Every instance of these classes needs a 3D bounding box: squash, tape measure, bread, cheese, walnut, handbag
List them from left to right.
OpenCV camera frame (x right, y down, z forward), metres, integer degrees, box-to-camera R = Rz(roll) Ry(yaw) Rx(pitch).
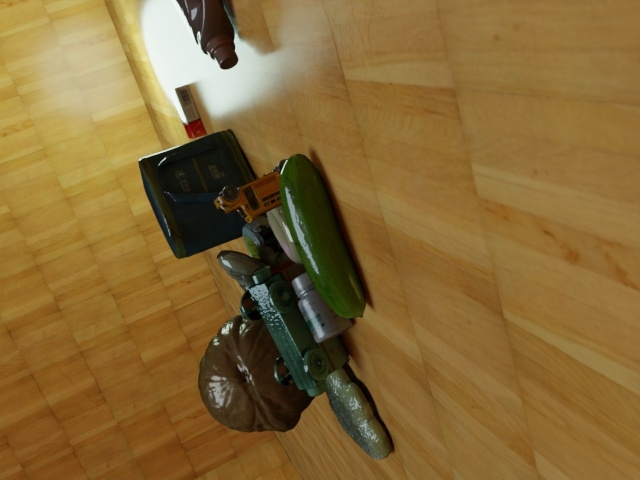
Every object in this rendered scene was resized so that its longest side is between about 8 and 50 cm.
[{"bbox_3d":[-0.285,-0.111,1.595,0.263,0.241,0.222,60,164,18],"label":"handbag"},{"bbox_3d":[-0.145,0.023,1.594,0.330,0.084,0.164,-3,108,70],"label":"tape measure"},{"bbox_3d":[-0.139,0.322,1.610,0.333,0.333,0.333,58,163,29],"label":"walnut"},{"bbox_3d":[-0.035,0.001,1.245,0.227,0.064,0.137,57,166,37],"label":"cheese"},{"bbox_3d":[-0.002,0.000,1.093,0.292,0.082,0.082,69,165,-11],"label":"squash"},{"bbox_3d":[0.064,0.365,1.478,0.207,0.056,0.286,67,164,-8],"label":"bread"}]

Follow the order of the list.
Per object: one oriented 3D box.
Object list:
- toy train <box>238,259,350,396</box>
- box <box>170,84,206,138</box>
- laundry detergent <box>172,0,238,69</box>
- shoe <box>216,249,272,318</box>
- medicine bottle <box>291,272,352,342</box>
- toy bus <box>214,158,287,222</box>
[{"bbox_3d":[-0.043,0.170,1.358,0.116,0.177,0.285,-22,97,40],"label":"toy train"},{"bbox_3d":[-0.388,-0.375,1.934,0.152,0.048,0.100,68,167,-16],"label":"box"},{"bbox_3d":[-0.215,-0.433,1.182,0.237,0.076,0.171,62,164,15],"label":"laundry detergent"},{"bbox_3d":[-0.119,0.120,1.437,0.275,0.098,0.103,38,155,-11],"label":"shoe"},{"bbox_3d":[0.000,0.124,1.275,0.130,0.080,0.080,62,165,11],"label":"medicine bottle"},{"bbox_3d":[-0.103,-0.082,1.165,0.074,0.162,0.069,64,165,-2],"label":"toy bus"}]
